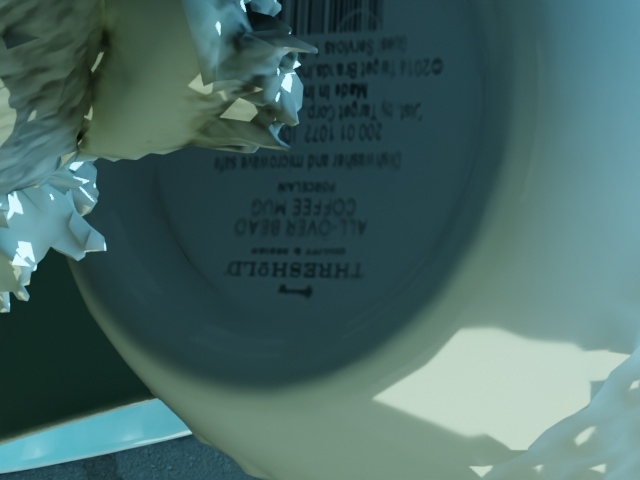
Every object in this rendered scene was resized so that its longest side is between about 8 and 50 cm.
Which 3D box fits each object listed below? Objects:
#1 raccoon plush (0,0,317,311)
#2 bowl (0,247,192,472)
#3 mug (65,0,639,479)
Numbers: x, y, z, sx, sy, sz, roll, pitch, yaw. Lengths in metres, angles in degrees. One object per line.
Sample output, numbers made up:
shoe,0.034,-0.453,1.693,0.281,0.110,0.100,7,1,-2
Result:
raccoon plush,-0.151,-0.075,0.551,0.299,0.216,0.446,-30,-162,11
bowl,-0.070,0.012,1.040,0.311,0.163,0.311,-13,171,-2
mug,0.037,-0.035,0.701,0.374,0.276,0.328,17,-175,34
